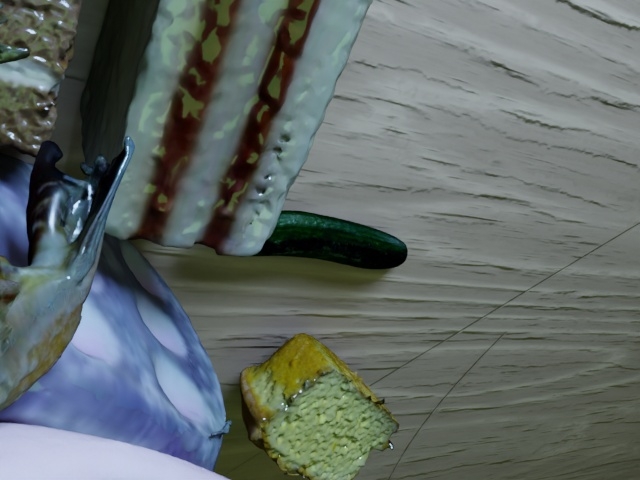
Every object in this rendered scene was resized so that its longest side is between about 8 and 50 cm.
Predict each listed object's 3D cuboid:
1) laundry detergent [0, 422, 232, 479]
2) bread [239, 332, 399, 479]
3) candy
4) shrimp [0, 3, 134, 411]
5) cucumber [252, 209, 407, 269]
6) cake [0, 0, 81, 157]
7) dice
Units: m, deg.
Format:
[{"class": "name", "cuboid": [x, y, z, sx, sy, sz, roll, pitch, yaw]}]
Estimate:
[{"class": "laundry detergent", "cuboid": [-0.153, 0.169, 0.321, 0.159, 0.087, 0.335, -54, 130, -7]}, {"class": "bread", "cuboid": [-0.007, 0.200, 0.766, 0.143, 0.139, 0.229, -40, 134, 1]}, {"class": "candy", "cuboid": [-0.062, -0.168, 0.423, 0.135, 0.179, 0.321, 10, 118, -32]}, {"class": "shrimp", "cuboid": [-0.153, -0.035, 0.277, 0.075, 0.290, 0.178, -11, 148, 19]}, {"class": "cucumber", "cuboid": [0.000, 0.000, 0.674, 0.284, 0.056, 0.056, 6, 121, -38]}, {"class": "cake", "cuboid": [-0.227, -0.146, 0.386, 0.135, 0.134, 0.147, 8, 109, -31]}, {"class": "dice", "cuboid": [-0.257, 0.118, 0.471, 0.271, 0.270, 0.270, -37, 133, 1]}]
